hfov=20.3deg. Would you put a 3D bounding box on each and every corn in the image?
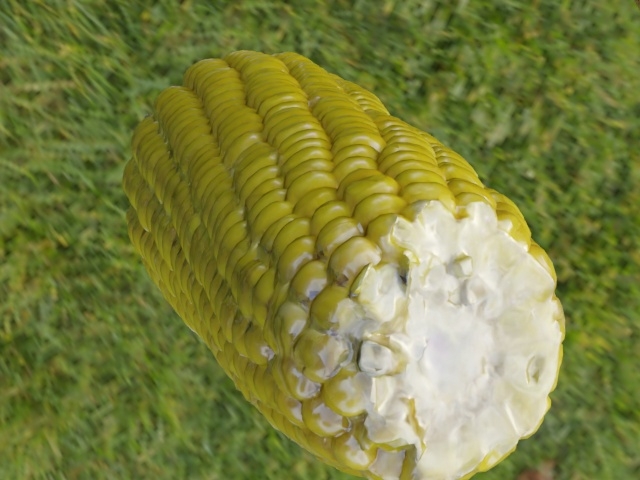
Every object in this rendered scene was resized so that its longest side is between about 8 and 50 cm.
[{"bbox_3d":[0.000,0.000,0.779,0.143,0.387,0.144,-4,105,-17],"label":"corn"}]

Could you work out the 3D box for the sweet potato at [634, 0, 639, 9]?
[{"bbox_3d":[0.252,-0.151,1.200,0.060,0.206,0.068,14,128,-34],"label":"sweet potato"}]
